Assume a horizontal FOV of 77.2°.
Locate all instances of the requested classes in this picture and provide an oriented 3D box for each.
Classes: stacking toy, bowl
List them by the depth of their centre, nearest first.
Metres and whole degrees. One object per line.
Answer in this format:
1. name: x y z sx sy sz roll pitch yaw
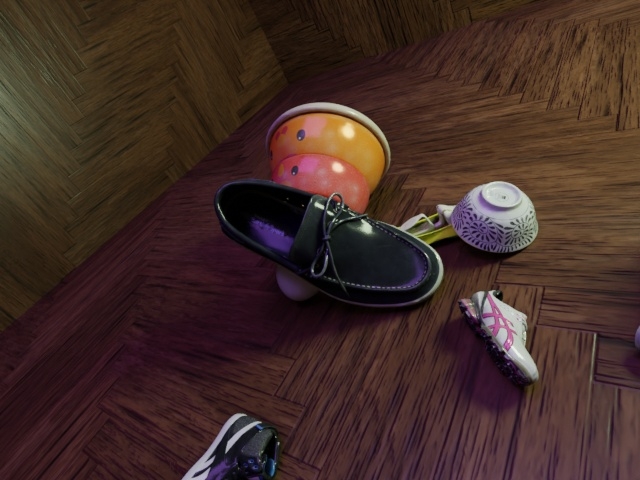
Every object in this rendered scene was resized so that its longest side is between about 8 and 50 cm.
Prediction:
1. bowl: 0.355 -0.065 0.805 0.170 0.080 0.170 -4 48 4
2. stacking toy: -0.010 -0.074 1.023 0.350 0.350 0.480 -10 53 29

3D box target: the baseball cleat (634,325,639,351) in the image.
1. baseball cleat: 0.455 0.158 0.489 0.109 0.072 0.206 -17 26 45

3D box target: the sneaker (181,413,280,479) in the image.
1. sneaker: -0.142 0.380 0.626 0.121 0.079 0.217 -5 38 36

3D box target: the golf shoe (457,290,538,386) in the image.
1. golf shoe: 0.291 0.140 0.630 0.086 0.067 0.186 -24 32 6

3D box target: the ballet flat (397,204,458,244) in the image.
1. ballet flat: 0.257 -0.036 0.898 0.231 0.077 0.077 -24 30 9

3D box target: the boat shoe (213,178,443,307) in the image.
1. boat shoe: 0.000 0.000 0.814 0.500 0.156 0.187 21 80 13
